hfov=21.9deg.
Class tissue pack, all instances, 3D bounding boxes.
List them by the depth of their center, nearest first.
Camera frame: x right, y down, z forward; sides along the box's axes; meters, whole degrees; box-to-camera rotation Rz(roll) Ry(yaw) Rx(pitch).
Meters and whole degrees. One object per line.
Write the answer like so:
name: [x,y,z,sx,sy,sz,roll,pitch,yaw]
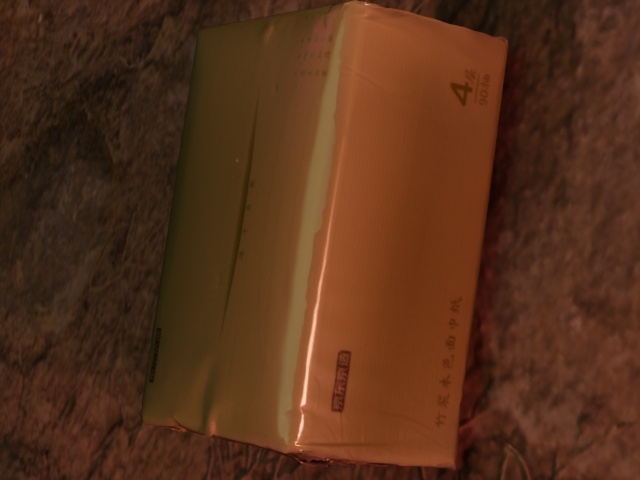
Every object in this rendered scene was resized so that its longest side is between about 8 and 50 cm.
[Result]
tissue pack: [0.000,0.000,0.889,0.159,0.125,0.234,2,83,56]
